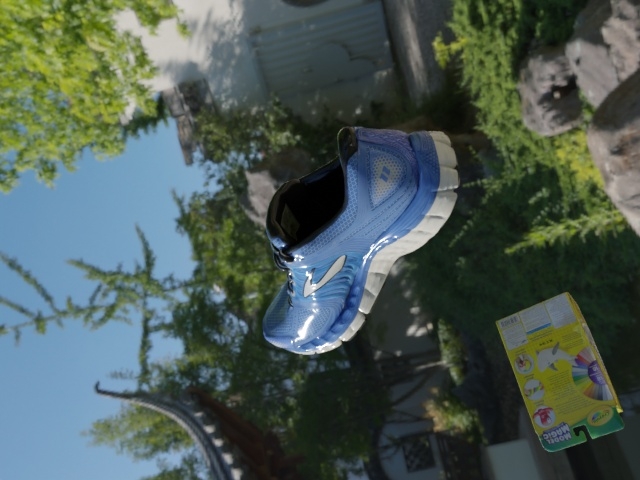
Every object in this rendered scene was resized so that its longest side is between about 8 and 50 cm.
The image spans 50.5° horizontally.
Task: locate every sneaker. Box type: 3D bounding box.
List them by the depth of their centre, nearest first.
[{"bbox_3d":[0.000,0.000,0.712,0.130,0.147,0.330,-97,29,-43],"label":"sneaker"}]

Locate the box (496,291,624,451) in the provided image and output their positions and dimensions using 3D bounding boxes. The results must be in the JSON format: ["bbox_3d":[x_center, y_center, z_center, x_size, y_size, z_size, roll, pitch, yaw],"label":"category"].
[{"bbox_3d":[0.302,0.167,0.856,0.043,0.105,0.179,34,-144,-47],"label":"box"}]
